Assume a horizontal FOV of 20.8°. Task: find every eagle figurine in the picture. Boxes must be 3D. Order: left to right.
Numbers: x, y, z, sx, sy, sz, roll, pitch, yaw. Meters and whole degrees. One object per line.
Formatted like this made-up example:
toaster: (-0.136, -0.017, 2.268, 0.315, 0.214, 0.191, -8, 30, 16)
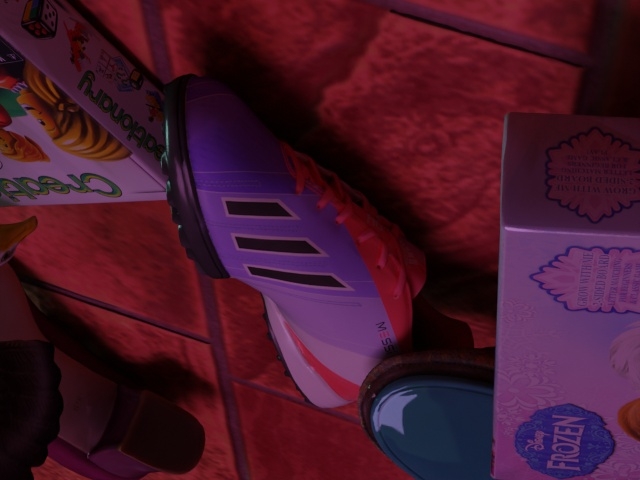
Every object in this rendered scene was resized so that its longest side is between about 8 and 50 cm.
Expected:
eagle figurine: (-0.285, 0.048, 1.166, 0.225, 0.226, 0.298, 2, 152, -7)

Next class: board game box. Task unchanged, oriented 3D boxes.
board game box: (-0.242, -0.094, 1.121, 0.305, 0.053, 0.193, -1, 147, 41)
board game box: (0.247, 0.050, 0.893, 0.318, 0.066, 0.319, 3, 152, 7)

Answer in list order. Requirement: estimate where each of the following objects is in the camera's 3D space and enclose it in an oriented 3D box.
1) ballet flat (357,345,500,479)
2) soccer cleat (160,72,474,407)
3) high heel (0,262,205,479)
ballet flat: (0.185, 0.138, 1.150, 0.348, 0.123, 0.123, 21, 156, -9)
soccer cleat: (0.000, 0.000, 1.071, 0.116, 0.109, 0.318, -9, 143, 18)
high heel: (-0.282, 0.100, 1.469, 0.377, 0.127, 0.181, 40, 157, -23)
